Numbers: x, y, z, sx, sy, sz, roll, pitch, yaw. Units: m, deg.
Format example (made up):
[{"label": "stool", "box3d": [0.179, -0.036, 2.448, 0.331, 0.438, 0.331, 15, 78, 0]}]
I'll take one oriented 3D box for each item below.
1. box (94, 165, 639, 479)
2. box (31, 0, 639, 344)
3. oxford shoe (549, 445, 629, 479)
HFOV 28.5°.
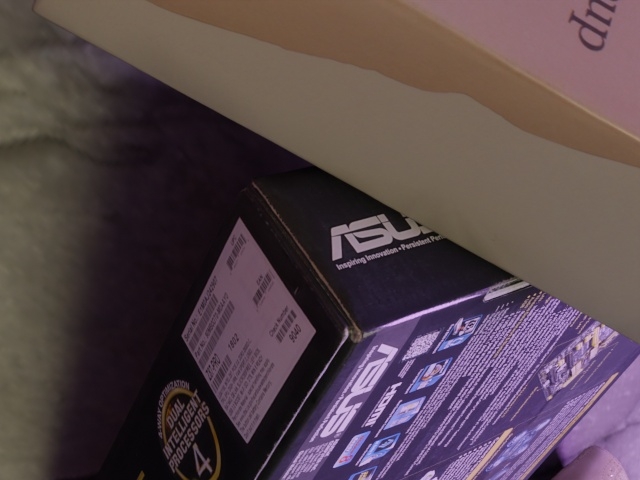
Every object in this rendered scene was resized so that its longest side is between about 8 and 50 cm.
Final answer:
[{"label": "box", "box3d": [0.036, 0.102, 0.704, 0.318, 0.097, 0.395, -13, 146, -37]}, {"label": "box", "box3d": [0.067, -0.090, 0.486, 0.121, 0.311, 0.148, -42, -157, 60]}, {"label": "oxford shoe", "box3d": [0.296, 0.318, 1.192, 0.146, 0.140, 0.397, -55, 144, -10]}]
